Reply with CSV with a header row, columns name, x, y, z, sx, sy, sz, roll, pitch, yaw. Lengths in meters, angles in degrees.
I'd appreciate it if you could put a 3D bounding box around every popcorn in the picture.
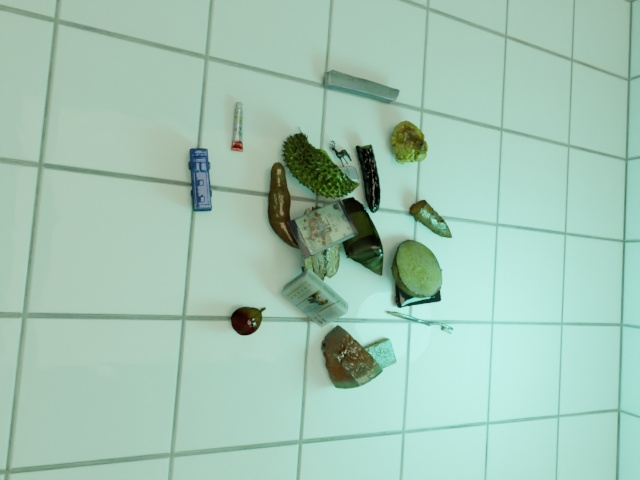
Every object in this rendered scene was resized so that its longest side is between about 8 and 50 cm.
name,x,y,z,sx,sy,sz,roll,pitch,yaw
popcorn,0.398,-0.430,1.942,0.140,0.163,0.194,-21,64,-40

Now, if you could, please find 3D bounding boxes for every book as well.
name,x,y,z,sx,sy,sz,roll,pitch,yaw
book,0.010,-0.047,1.663,0.231,0.026,0.157,-25,86,-10

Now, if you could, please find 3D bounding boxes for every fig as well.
name,x,y,z,sx,sy,sz,roll,pitch,yaw
fig,-0.274,0.310,1.665,0.153,0.119,0.118,15,80,-66

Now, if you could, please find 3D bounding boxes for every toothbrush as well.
name,x,y,z,sx,sy,sz,roll,pitch,yaw
toothbrush,0.468,0.375,2.005,0.376,0.028,0.037,19,89,-22

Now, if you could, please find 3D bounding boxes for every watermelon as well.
name,x,y,z,sx,sy,sz,roll,pitch,yaw
watermelon,0.107,0.481,1.793,0.193,0.140,0.256,-28,85,-16

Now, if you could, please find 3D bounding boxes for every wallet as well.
name,x,y,z,sx,sy,sz,roll,pitch,yaw
wallet,0.447,0.225,1.993,0.251,0.044,0.148,-3,86,-23

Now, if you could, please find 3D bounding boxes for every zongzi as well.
name,x,y,z,sx,sy,sz,roll,pitch,yaw
zongzi,0.180,-0.010,1.867,0.154,0.317,0.289,-19,62,11

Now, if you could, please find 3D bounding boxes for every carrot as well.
name,x,y,z,sx,sy,sz,roll,pitch,yaw
carrot,0.531,-0.086,2.018,0.263,0.102,0.101,38,75,-24

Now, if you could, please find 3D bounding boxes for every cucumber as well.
name,x,y,z,sx,sy,sz,roll,pitch,yaw
cucumber,0.219,-0.271,1.893,0.081,0.072,0.302,-14,95,-25

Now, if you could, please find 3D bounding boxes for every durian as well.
name,x,y,z,sx,sy,sz,roll,pitch,yaw
durian,-0.017,-0.298,1.749,0.355,0.169,0.157,43,114,0

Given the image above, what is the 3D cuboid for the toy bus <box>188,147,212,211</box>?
name,x,y,z,sx,sy,sz,roll,pitch,yaw
toy bus,-0.440,-0.227,1.601,0.079,0.094,0.236,-4,90,-23

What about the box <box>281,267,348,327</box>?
name,x,y,z,sx,sy,sz,roll,pitch,yaw
box,-0.020,0.235,1.737,0.233,0.150,0.067,42,35,-16

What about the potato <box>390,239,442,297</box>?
name,x,y,z,sx,sy,sz,roll,pitch,yaw
potato,0.417,0.145,1.916,0.240,0.116,0.298,15,51,-11

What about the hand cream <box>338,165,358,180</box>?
name,x,y,z,sx,sy,sz,roll,pitch,yaw
hand cream,0.043,-0.281,1.831,0.256,0.048,0.079,-5,67,-22

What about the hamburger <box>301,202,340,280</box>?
name,x,y,z,sx,sy,sz,roll,pitch,yaw
hamburger,0.000,0.000,1.749,0.156,0.245,0.282,0,130,0

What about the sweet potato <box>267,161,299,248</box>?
name,x,y,z,sx,sy,sz,roll,pitch,yaw
sweet potato,-0.164,-0.131,1.718,0.107,0.095,0.353,-11,92,22

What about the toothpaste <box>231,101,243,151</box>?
name,x,y,z,sx,sy,sz,roll,pitch,yaw
toothpaste,-0.323,-0.445,1.693,0.048,0.031,0.190,2,90,-26

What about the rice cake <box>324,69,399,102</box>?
name,x,y,z,sx,sy,sz,roll,pitch,yaw
rice cake,0.179,-0.672,1.895,0.366,0.056,0.072,5,87,-23

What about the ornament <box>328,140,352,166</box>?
name,x,y,z,sx,sy,sz,roll,pitch,yaw
ornament,0.084,-0.381,1.858,0.125,0.028,0.073,51,50,-7

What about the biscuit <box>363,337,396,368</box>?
name,x,y,z,sx,sy,sz,roll,pitch,yaw
biscuit,0.234,0.515,1.895,0.200,0.041,0.121,-17,93,-21
